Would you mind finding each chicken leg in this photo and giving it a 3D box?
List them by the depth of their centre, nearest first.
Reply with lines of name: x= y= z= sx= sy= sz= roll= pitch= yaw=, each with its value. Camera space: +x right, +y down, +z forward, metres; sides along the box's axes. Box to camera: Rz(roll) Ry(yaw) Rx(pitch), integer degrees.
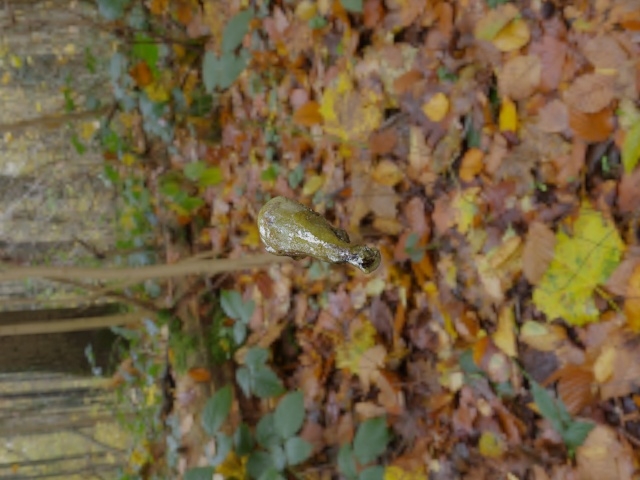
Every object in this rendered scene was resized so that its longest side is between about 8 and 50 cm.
chicken leg: x=0.000 y=0.000 z=1.061 sx=0.178 sy=0.093 sz=0.070 roll=20 pitch=87 yaw=41
